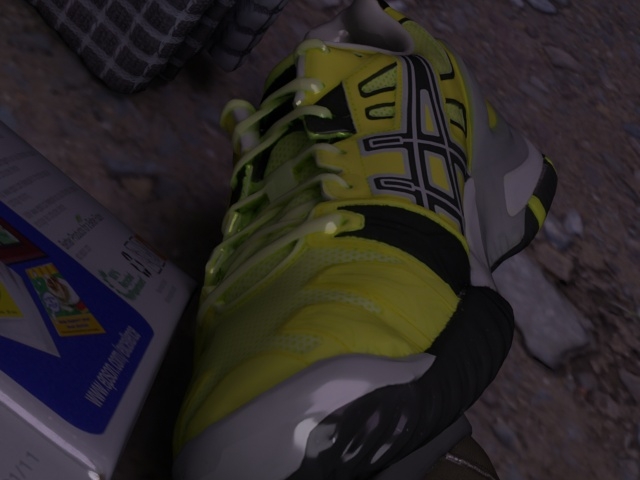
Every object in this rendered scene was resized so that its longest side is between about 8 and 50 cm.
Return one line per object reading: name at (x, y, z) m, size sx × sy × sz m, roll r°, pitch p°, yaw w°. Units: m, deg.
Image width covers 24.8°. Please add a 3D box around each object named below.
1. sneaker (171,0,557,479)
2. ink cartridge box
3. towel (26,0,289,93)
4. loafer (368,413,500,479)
sneaker at (0.000, 0.000, 0.644) m, size 0.147 × 0.145 × 0.384 m, roll 52°, pitch 22°, yaw -9°
ink cartridge box at (-0.184, -0.037, 0.490) m, size 0.307 × 0.072 × 0.303 m, roll 38°, pitch 7°, yaw -5°
towel at (-0.110, -0.232, 0.703) m, size 0.283 × 0.235 × 0.121 m, roll 47°, pitch 43°, yaw 4°
loafer at (0.017, 0.152, 0.593) m, size 0.087 × 0.094 × 0.251 m, roll 46°, pitch 39°, yaw 8°
